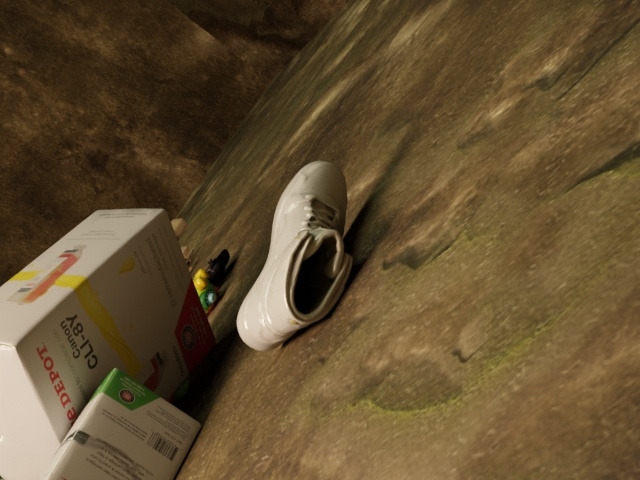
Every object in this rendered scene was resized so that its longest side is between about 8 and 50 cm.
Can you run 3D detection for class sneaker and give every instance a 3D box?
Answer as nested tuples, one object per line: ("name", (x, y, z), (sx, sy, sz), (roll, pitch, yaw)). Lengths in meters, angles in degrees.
("sneaker", (0.000, 0.000, 1.346), (0.169, 0.108, 0.293), (-32, 34, 57))

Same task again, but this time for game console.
("game console", (-0.306, 0.154, 2.193), (0.361, 0.044, 0.213), (-50, 12, 21))

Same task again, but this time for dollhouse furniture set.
("dollhouse furniture set", (-0.359, 0.039, 2.726), (0.161, 0.101, 0.182), (-3, 46, 43))

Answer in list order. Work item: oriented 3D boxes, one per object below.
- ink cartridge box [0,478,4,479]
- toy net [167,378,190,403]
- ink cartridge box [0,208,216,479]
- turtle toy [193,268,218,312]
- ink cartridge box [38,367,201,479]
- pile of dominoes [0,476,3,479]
("ink cartridge box", (-0.659, 0.631, 1.967), (0.333, 0.065, 0.165), (-75, -7, -63))
("toy net", (-0.303, 0.302, 1.764), (0.232, 0.045, 0.122), (-38, 19, 53))
("ink cartridge box", (-0.358, 0.161, 1.590), (0.160, 0.279, 0.385), (0, 31, 30))
("turtle toy", (-0.238, 0.111, 2.018), (0.095, 0.066, 0.130), (-50, 11, 11))
("ink cartridge box", (-0.282, 0.307, 1.405), (0.087, 0.153, 0.208), (-41, 16, 47))
("pile of dominoes", (-0.616, 0.503, 2.149), (0.251, 0.040, 0.196), (-50, -35, -28))
